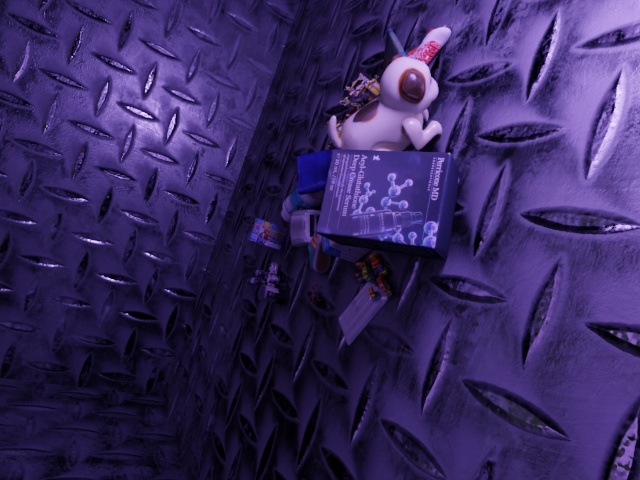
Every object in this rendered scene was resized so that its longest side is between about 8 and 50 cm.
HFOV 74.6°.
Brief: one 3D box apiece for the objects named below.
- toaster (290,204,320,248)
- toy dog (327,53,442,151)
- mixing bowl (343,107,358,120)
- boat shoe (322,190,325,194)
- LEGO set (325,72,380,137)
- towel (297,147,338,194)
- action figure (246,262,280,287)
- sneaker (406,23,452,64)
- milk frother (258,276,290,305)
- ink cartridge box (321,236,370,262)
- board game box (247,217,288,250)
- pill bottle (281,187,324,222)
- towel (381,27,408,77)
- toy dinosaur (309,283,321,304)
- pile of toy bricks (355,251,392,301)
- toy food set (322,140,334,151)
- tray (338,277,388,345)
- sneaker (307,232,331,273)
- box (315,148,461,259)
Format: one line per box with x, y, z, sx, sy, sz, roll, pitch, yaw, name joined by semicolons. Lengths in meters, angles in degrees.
-0.064;-0.069;2.075;0.146;0.129;0.226;-1;86;54;toaster
0.259;-0.475;1.562;0.408;0.396;0.284;-56;20;36;toy dog
0.197;-0.518;1.940;0.181;0.098;0.181;-14;67;36;mixing bowl
0.044;-0.264;2.064;0.109;0.098;0.302;-46;37;36;boat shoe
0.133;-0.569;1.771;0.192;0.255;0.331;46;120;11;LEGO set
0.039;-0.331;1.999;0.308;0.076;0.227;-9;62;15;towel
-0.298;0.211;2.360;0.285;0.099;0.185;-2;64;55;action figure
0.431;-0.747;1.723;0.270;0.090;0.144;-23;54;57;sneaker
-0.230;0.248;2.176;0.129;0.135;0.143;-28;50;49;milk frother
0.136;-0.053;1.708;0.233;0.171;0.168;-43;40;40;ink cartridge box
-0.296;-0.034;2.387;0.035;0.201;0.136;24;93;61;board game box
-0.103;-0.197;2.220;0.264;0.146;0.146;-38;42;44;pill bottle
0.322;-0.697;1.795;0.271;0.040;0.370;92;173;-49;towel
-0.025;0.239;1.913;0.047;0.090;0.082;-30;78;28;toy dinosaur
0.181;0.121;1.565;0.118;0.105;0.212;-30;40;18;pile of toy bricks
0.060;-0.507;2.267;0.122;0.019;0.078;-48;36;21;toy food set
0.152;0.267;1.635;0.270;0.030;0.145;-55;32;24;tray
0.000;0.000;1.969;0.121;0.108;0.302;7;80;56;sneaker
0.223;-0.120;1.375;0.396;0.212;0.293;8;82;27;box
